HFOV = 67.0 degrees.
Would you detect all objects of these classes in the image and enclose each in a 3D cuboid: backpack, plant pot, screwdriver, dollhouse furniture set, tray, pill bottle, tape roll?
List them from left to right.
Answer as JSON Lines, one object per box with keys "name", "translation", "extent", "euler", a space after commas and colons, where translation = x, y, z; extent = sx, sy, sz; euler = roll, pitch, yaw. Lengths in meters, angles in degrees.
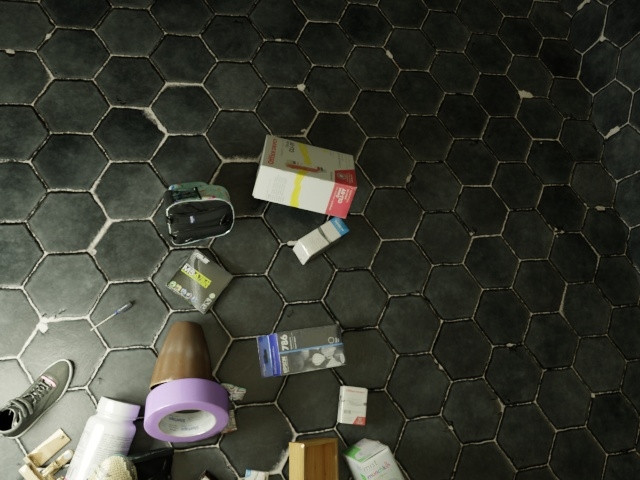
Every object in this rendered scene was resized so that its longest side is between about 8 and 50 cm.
{"name": "dollhouse furniture set", "translation": [-0.873, 0.717, 1.570], "extent": [0.123, 0.151, 0.144], "euler": [-42, 89, -20]}
{"name": "pill bottle", "translation": [-0.718, 0.679, 1.612], "extent": [0.161, 0.160, 0.282], "euler": [18, 71, -7]}
{"name": "screwdriver", "translation": [-0.776, 0.278, 1.790], "extent": [0.170, 0.024, 0.025], "euler": [-31, 112, -17]}
{"name": "plant pot", "translation": [-0.489, 0.416, 1.734], "extent": [0.216, 0.215, 0.230], "euler": [2, 60, -13]}
{"name": "tape roll", "translation": [-0.450, 0.580, 1.641], "extent": [0.275, 0.274, 0.090], "euler": [-1, 42, -13]}
{"name": "backpack", "translation": [-0.466, -0.112, 1.866], "extent": [0.254, 0.225, 0.191], "euler": [-8, 46, -15]}
{"name": "tray", "translation": [-0.022, 0.920, 1.696], "extent": [0.203, 0.076, 0.410], "euler": [20, 65, -50]}

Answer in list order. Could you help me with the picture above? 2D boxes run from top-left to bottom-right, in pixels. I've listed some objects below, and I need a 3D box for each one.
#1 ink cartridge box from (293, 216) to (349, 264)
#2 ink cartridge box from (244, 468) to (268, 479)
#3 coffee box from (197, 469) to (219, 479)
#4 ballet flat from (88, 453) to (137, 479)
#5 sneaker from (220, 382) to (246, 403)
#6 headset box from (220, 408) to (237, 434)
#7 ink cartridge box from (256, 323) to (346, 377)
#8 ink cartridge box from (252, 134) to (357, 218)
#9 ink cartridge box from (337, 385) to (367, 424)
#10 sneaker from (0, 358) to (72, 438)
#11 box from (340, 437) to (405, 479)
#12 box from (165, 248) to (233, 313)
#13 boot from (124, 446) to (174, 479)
{"name": "ink cartridge box", "translation": [0.000, 0.000, 1.983], "extent": [0.203, 0.148, 0.085], "euler": [-32, 82, -20]}
{"name": "ink cartridge box", "translation": [-0.229, 0.858, 1.744], "extent": [0.084, 0.028, 0.048], "euler": [11, 72, -10]}
{"name": "coffee box", "translation": [-0.434, 0.915, 1.620], "extent": [0.098, 0.141, 0.246], "euler": [41, 70, 0]}
{"name": "ballet flat", "translation": [-0.676, 0.890, 1.446], "extent": [0.164, 0.182, 0.482], "euler": [22, 101, -13]}
{"name": "sneaker", "translation": [-0.332, 0.573, 1.798], "extent": [0.098, 0.038, 0.069], "euler": [19, 70, -7]}
{"name": "headset box", "translation": [-0.340, 0.667, 1.772], "extent": [0.062, 0.032, 0.083], "euler": [-10, 78, -15]}
{"name": "ink cartridge box", "translation": [-0.073, 0.431, 1.888], "extent": [0.333, 0.065, 0.165], "euler": [-7, 76, -14]}
{"name": "ink cartridge box", "translation": [-0.063, -0.265, 1.977], "extent": [0.385, 0.160, 0.279], "euler": [12, 37, -9]}
{"name": "ink cartridge box", "translation": [0.124, 0.639, 1.875], "extent": [0.099, 0.056, 0.135], "euler": [10, 73, -11]}
{"name": "sneaker", "translation": [-0.953, 0.526, 1.610], "extent": [0.105, 0.147, 0.295], "euler": [35, 68, 1]}
{"name": "box", "translation": [0.205, 0.851, 1.724], "extent": [0.127, 0.262, 0.231], "euler": [-24, 82, -18]}
{"name": "box", "translation": [-0.468, 0.159, 1.883], "extent": [0.191, 0.045, 0.184], "euler": [37, 72, -1]}
{"name": "boot", "translation": [-0.569, 0.804, 1.585], "extent": [0.094, 0.246, 0.207], "euler": [-13, 72, 21]}
